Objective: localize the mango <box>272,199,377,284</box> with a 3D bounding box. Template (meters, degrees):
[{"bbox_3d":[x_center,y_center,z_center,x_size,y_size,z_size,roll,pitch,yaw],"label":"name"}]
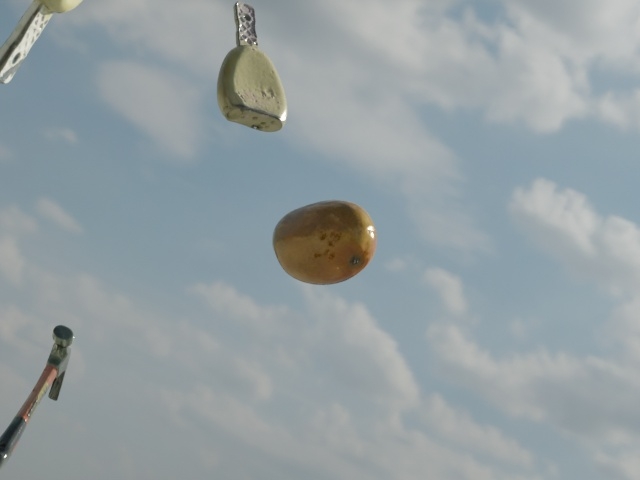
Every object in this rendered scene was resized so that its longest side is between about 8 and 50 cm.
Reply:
[{"bbox_3d":[0.000,0.005,2.364,0.221,0.152,0.120,-6,-36,43],"label":"mango"}]

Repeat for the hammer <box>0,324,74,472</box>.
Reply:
[{"bbox_3d":[-0.402,0.246,1.829,0.033,0.288,0.111,22,-45,3],"label":"hammer"}]

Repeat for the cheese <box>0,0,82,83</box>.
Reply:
[{"bbox_3d":[-0.311,-0.283,1.593,0.049,0.235,0.127,34,1,7],"label":"cheese"}]

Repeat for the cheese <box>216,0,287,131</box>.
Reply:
[{"bbox_3d":[-0.090,-0.226,1.740,0.097,0.192,0.037,16,-37,-31],"label":"cheese"}]
